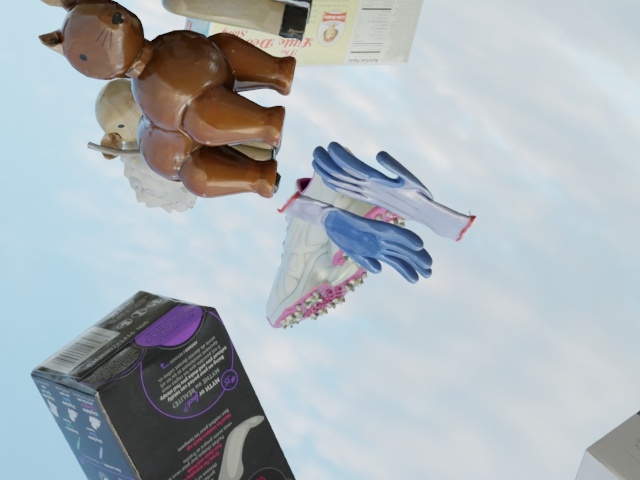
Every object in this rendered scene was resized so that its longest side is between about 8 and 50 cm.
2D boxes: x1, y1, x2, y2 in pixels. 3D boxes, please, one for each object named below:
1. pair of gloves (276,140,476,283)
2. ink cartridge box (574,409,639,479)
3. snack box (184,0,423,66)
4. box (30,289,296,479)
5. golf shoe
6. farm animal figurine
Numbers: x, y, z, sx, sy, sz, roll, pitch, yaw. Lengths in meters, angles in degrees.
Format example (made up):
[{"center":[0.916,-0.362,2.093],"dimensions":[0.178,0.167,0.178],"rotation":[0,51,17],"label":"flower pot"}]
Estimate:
[{"center":[0.049,-0.022,1.270],"dimensions":[0.159,0.198,0.023],"rotation":[26,-116,-7],"label":"pair of gloves"},{"center":[0.232,0.169,0.983],"dimensions":[0.180,0.104,0.060],"rotation":[-28,-126,-30],"label":"ink cartridge box"},{"center":[-0.008,-0.309,1.726],"dimensions":[0.322,0.187,0.060],"rotation":[-6,-148,-36],"label":"snack box"},{"center":[-0.156,0.212,1.480],"dimensions":[0.165,0.270,0.143],"rotation":[-37,-154,-30],"label":"box"},{"center":[0.000,0.000,1.799],"dimensions":[0.115,0.306,0.140],"rotation":[-16,-115,-39],"label":"golf shoe"},{"center":[-0.081,-0.189,0.735],"dimensions":[0.172,0.330,0.327],"rotation":[10,177,-1],"label":"farm animal figurine"}]
